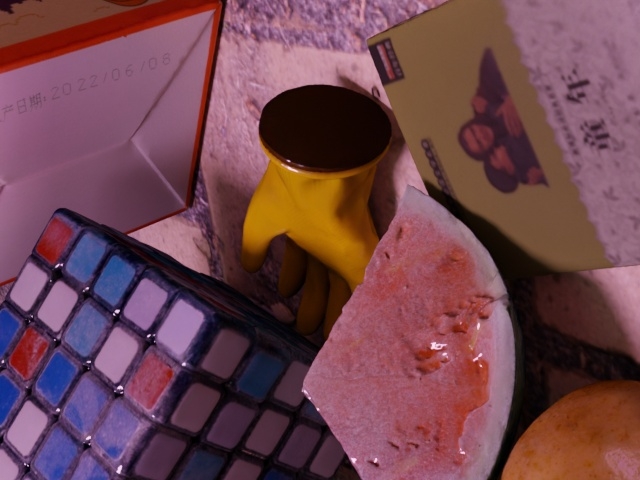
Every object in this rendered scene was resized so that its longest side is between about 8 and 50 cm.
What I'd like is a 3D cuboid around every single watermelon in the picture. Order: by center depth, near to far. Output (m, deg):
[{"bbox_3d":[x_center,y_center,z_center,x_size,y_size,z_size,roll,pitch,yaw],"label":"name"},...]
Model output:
[{"bbox_3d":[0.086,0.109,0.993,0.176,0.260,0.256,35,171,-15],"label":"watermelon"}]

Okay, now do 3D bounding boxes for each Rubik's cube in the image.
[{"bbox_3d":[-0.169,0.179,1.238,0.287,0.292,0.293,30,91,42],"label":"Rubik's cube"}]

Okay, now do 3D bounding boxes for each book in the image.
[{"bbox_3d":[0.183,-0.088,0.896,0.352,0.035,0.239,-12,104,56],"label":"book"}]

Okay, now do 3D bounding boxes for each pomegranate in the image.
[{"bbox_3d":[0.231,0.182,0.888,0.196,0.196,0.196,32,135,40],"label":"pomegranate"}]

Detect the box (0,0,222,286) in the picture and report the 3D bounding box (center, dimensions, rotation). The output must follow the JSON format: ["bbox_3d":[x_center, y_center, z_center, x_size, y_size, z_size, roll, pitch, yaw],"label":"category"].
[{"bbox_3d":[-0.331,-0.159,1.285,0.257,0.348,0.319,46,143,28],"label":"box"}]

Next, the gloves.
[{"bbox_3d":[0.001,0.001,1.161,0.133,0.116,0.294,48,151,34],"label":"gloves"}]

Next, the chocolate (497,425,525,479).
[{"bbox_3d":[0.158,0.277,1.119,0.161,0.083,0.262,-5,95,53],"label":"chocolate"}]
